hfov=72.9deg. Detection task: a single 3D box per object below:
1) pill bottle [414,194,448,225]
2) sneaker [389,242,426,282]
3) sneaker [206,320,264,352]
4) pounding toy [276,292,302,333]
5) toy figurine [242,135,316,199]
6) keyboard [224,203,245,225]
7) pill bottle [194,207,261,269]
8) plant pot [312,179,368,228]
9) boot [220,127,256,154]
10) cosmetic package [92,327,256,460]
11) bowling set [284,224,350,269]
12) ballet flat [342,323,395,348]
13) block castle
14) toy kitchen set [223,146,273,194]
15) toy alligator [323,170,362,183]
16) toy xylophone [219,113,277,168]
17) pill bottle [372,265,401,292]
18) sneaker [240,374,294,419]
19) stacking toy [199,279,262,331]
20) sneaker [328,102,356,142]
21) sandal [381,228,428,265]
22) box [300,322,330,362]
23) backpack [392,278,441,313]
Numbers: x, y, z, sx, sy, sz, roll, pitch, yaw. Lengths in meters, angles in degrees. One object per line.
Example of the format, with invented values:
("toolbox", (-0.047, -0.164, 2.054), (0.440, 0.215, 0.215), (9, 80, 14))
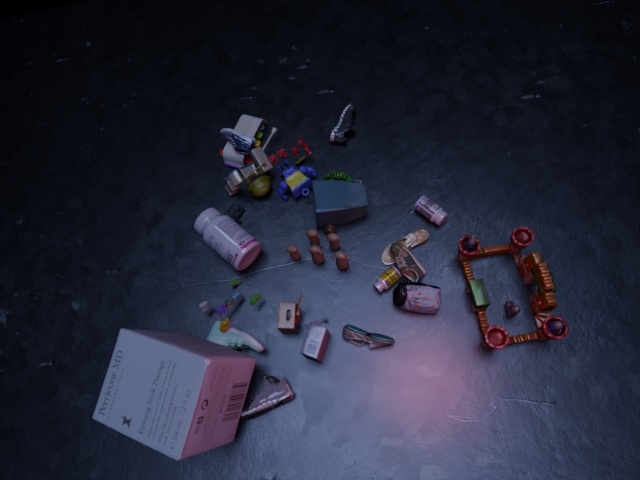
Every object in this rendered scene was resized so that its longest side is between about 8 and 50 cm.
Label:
("pill bottle", (0.489, -0.131, 1.912), (0.078, 0.078, 0.137), (-43, 68, -11))
("sneaker", (0.352, 0.099, 1.794), (0.192, 0.064, 0.086), (45, 50, -3))
("sneaker", (-0.358, 0.441, 1.766), (0.256, 0.094, 0.151), (17, 64, 25))
("pounding toy", (-0.117, 0.301, 1.776), (0.101, 0.130, 0.141), (-1, 66, 7))
("toy figurine", (-0.146, -0.279, 2.012), (0.363, 0.191, 0.217), (-37, 72, -8))
("keyboard", (-0.426, -0.085, 2.048), (0.108, 0.023, 0.180), (28, 74, 18))
("pill bottle", (-0.414, -0.011, 1.922), (0.283, 0.160, 0.160), (39, 77, 14))
("plant pot", (0.088, -0.171, 1.945), (0.235, 0.165, 0.165), (-6, 66, -3))
("boot", (-0.413, -0.480, 2.101), (0.190, 0.069, 0.086), (17, 67, 11))
("cosmetic package", (-0.510, 0.528, 1.563), (0.394, 0.327, 0.329), (11, 81, 23))
("bowling set", (0.000, 0.000, 1.879), (0.287, 0.154, 0.199), (7, 68, 10))
("ballet flat", (0.190, 0.396, 1.738), (0.214, 0.072, 0.068), (15, 97, 14))
("block castle", (0.726, 0.182, 1.669), (0.304, 0.212, 0.452), (-9, 65, 3))
("toy kitchen set", (-0.364, -0.332, 2.084), (0.207, 0.166, 0.122), (-30, 88, -26))
("toy alligator", (0.102, -0.299, 2.053), (0.190, 0.051, 0.056), (10, 69, 12))
("toy xylophone", (-0.359, -0.501, 2.188), (0.236, 0.081, 0.322), (25, 72, 16))
("pill bottle", (0.278, 0.166, 1.818), (0.116, 0.065, 0.065), (-39, 67, -9))
("sneaker", (-0.228, 0.601, 1.695), (0.229, 0.086, 0.132), (-20, 59, -11))
("stacking toy", (-0.381, 0.269, 1.836), (0.167, 0.052, 0.221), (30, 55, 34))
("sneaker", (0.138, -0.576, 2.159), (0.106, 0.078, 0.234), (25, 76, 14))
("sandal", (0.361, 0.013, 1.865), (0.240, 0.079, 0.088), (-31, 66, -6))
("box", (-0.018, 0.407, 1.712), (0.072, 0.137, 0.126), (15, 69, 15))
("backpack", (0.392, 0.229, 1.743), (0.182, 0.152, 0.115), (8, 73, -2))
